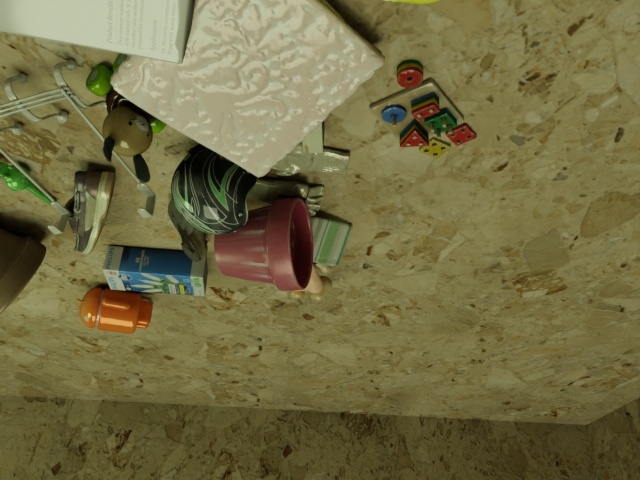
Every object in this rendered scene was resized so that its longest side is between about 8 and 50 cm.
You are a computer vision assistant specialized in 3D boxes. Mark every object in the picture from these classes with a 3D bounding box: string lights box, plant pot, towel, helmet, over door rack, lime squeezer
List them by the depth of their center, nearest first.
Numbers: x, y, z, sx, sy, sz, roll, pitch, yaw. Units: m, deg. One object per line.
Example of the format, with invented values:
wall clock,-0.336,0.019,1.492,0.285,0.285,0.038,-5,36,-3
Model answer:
towel,-0.114,-0.277,1.063,0.317,0.053,0.332,30,126,-34
over door rack,-0.485,-0.175,1.262,0.239,0.108,0.324,-9,129,20
helmet,-0.217,-0.097,1.336,0.169,0.162,0.169,15,157,7
lime squeezer,-0.697,-0.150,1.424,0.310,0.059,0.110,25,174,-38
plant pot,-0.124,0.010,1.439,0.180,0.201,0.201,-2,151,12
towel,0.000,0.000,1.583,0.152,0.113,0.023,11,-167,-38
plant pot,-0.846,0.050,1.610,0.263,0.263,0.229,-23,126,37
string lights box,-0.440,0.084,1.792,0.259,0.077,0.133,4,152,-4

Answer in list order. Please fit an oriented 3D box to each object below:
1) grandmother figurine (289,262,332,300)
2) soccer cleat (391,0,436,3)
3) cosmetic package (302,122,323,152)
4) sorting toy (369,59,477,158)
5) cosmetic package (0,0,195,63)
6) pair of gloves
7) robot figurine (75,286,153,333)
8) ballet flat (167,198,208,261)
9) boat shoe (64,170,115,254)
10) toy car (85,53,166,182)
grandmother figurine,-0.077,0.038,1.674,0.207,0.104,0.342,-3,148,12
soccer cleat,0.049,-0.363,0.905,0.289,0.121,0.093,10,150,-15
cosmetic package,-0.015,-0.219,1.236,0.041,0.060,0.115,2,150,3
sorting toy,0.185,-0.219,1.238,0.132,0.046,0.274,-18,146,32
cosmetic package,-0.342,-0.373,0.812,0.384,0.156,0.217,10,126,-11
pair of gloves,-0.066,-0.134,1.412,0.204,0.042,0.240,12,149,-18
robot figurine,-0.617,0.210,1.979,0.219,0.128,0.158,12,-167,-18
ballet flat,-0.311,-0.033,1.603,0.084,0.058,0.250,32,152,20
boat shoe,-0.532,-0.068,1.504,0.092,0.103,0.285,18,144,-17
toy car,-0.320,-0.201,1.147,0.149,0.188,0.155,-16,147,33
